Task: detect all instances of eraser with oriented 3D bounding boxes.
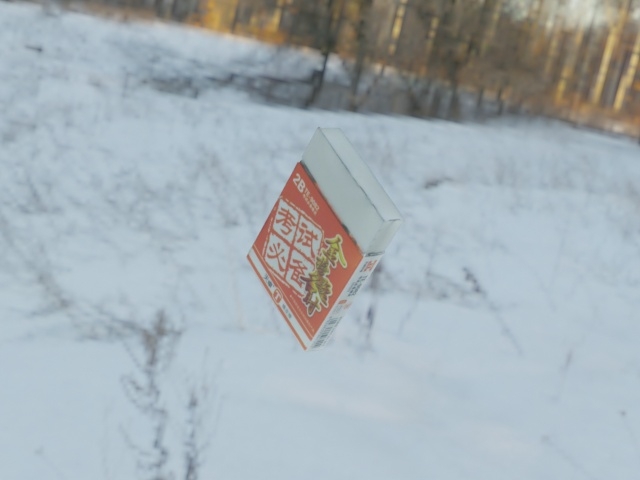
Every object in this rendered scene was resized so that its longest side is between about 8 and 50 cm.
[{"bbox_3d":[0.000,0.000,1.679,0.038,0.230,0.157,-6,50,-38],"label":"eraser"}]
